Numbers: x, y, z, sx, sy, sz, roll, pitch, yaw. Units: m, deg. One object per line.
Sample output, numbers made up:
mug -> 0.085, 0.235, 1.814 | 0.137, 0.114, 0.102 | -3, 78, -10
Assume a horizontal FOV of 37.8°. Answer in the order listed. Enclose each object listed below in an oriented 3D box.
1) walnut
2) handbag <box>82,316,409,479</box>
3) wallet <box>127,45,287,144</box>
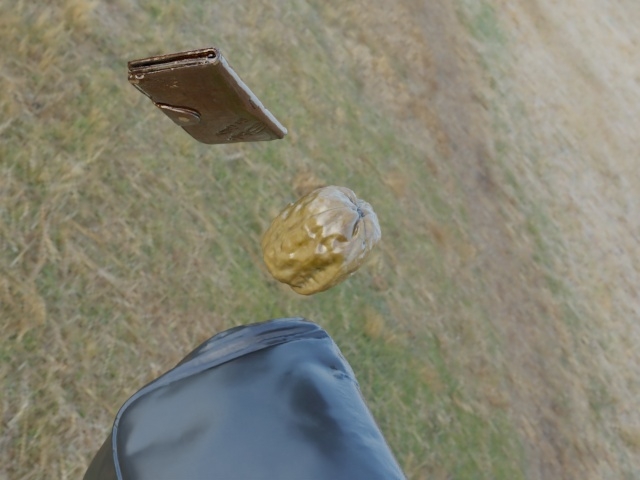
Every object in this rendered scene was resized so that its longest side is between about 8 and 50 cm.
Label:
walnut -> 0.000, 0.000, 0.728 | 0.079, 0.096, 0.082 | 16, 49, -38
handbag -> -0.069, 0.217, 0.721 | 0.178, 0.275, 0.301 | 16, 29, -33
wallet -> -0.103, -0.126, 0.867 | 0.176, 0.095, 0.026 | 42, 46, -69
